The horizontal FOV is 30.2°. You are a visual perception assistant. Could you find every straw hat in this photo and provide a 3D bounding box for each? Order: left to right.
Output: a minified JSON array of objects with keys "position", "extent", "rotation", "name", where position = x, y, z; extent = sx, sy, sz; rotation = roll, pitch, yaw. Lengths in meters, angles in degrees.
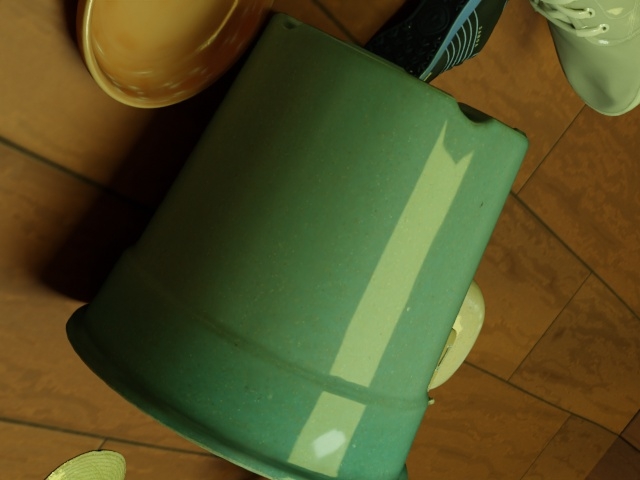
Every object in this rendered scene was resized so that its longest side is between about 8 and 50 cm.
[{"position":[-0.253,0.301,1.300],"extent":[0.144,0.061,0.144],"rotation":[-35,147,-27],"name":"straw hat"}]

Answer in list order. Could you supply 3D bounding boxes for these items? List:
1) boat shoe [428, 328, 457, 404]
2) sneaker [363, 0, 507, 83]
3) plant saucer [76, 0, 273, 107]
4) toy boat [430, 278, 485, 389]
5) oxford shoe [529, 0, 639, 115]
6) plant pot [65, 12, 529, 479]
[{"position":[0.096,0.175,1.335],"extent":[0.072,0.068,0.190],"rotation":[21,105,-28],"name":"boat shoe"},{"position":[0.119,-0.200,1.228],"extent":[0.232,0.081,0.090],"rotation":[-49,146,-4],"name":"sneaker"},{"position":[-0.115,-0.200,0.944],"extent":[0.200,0.037,0.200],"rotation":[-35,147,-27],"name":"plant saucer"},{"position":[0.028,0.126,1.413],"extent":[0.268,0.148,0.318],"rotation":[27,103,-31],"name":"toy boat"},{"position":[0.264,-0.290,1.247],"extent":[0.130,0.169,0.449],"rotation":[-44,144,-18],"name":"oxford shoe"},{"position":[0.000,0.000,1.060],"extent":[0.341,0.341,0.334],"rotation":[13,106,-59],"name":"plant pot"}]
